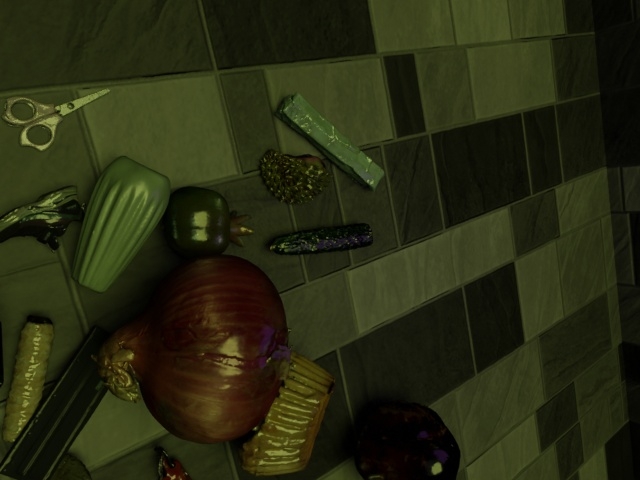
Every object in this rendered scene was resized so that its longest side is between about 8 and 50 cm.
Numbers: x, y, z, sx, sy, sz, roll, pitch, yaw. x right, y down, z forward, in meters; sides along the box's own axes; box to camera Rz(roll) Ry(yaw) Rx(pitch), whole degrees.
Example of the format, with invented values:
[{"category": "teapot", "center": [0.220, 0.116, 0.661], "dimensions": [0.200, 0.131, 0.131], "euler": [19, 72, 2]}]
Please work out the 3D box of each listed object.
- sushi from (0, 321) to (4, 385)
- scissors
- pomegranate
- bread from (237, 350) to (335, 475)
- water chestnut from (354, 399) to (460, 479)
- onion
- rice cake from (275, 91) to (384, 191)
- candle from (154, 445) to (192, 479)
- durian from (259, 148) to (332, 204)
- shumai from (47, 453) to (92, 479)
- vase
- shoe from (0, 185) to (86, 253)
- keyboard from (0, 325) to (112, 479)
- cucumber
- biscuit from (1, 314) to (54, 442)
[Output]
[{"category": "sushi", "center": [-0.580, 0.149, 0.780], "dimensions": [0.127, 0.124, 0.225], "euler": [-12, 94, -33]}, {"category": "scissors", "center": [-0.470, -0.239, 0.898], "dimensions": [0.189, 0.015, 0.100], "euler": [-37, 114, -29]}, {"category": "pomegranate", "center": [-0.230, -0.033, 1.013], "dimensions": [0.191, 0.131, 0.152], "euler": [-1, 88, -56]}, {"category": "bread", "center": [-0.069, 0.384, 1.070], "dimensions": [0.149, 0.274, 0.274], "euler": [21, 78, 11]}, {"category": "water chestnut", "center": [0.225, 0.562, 1.282], "dimensions": [0.289, 0.289, 0.244], "euler": [30, 108, -32]}, {"category": "onion", "center": [-0.195, 0.204, 0.915], "dimensions": [0.353, 0.353, 0.354], "euler": [-2, 94, -34]}, {"category": "rice cake", "center": [0.034, -0.233, 1.209], "dimensions": [0.336, 0.063, 0.066], "euler": [34, 82, -32]}, {"category": "candle", "center": [-0.281, 0.553, 1.047], "dimensions": [0.084, 0.059, 0.302], "euler": [-34, 113, -41]}, {"category": "durian", "center": [-0.044, -0.141, 1.132], "dimensions": [0.186, 0.108, 0.119], "euler": [18, 82, -34]}, {"category": "shumai", "center": [-0.478, 0.459, 0.901], "dimensions": [0.099, 0.123, 0.087], "euler": [-35, 153, -47]}, {"category": "vase", "center": [-0.376, -0.026, 0.912], "dimensions": [0.128, 0.128, 0.248], "euler": [27, 88, -32]}, {"category": "shoe", "center": [-0.488, -0.024, 0.867], "dimensions": [0.169, 0.071, 0.099], "euler": [-37, 115, -30]}, {"category": "keyboard", "center": [-0.431, 0.253, 0.918], "dimensions": [0.103, 0.041, 0.381], "euler": [51, 59, -38]}, {"category": "cucumber", "center": [0.000, 0.000, 1.199], "dimensions": [0.293, 0.067, 0.068], "euler": [-7, 97, -32]}, {"category": "biscuit", "center": [-0.515, 0.242, 0.871], "dimensions": [0.055, 0.061, 0.219], "euler": [11, 84, -11]}]
